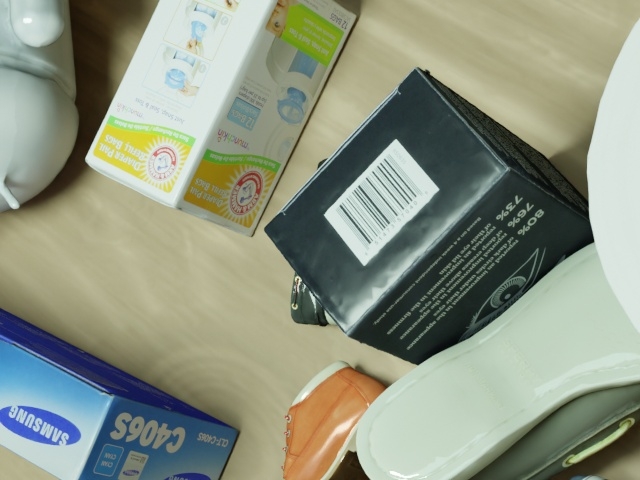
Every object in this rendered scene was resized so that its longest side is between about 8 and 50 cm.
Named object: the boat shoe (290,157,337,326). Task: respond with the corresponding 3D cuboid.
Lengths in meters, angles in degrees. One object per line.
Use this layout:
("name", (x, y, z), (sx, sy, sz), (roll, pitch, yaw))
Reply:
("boat shoe", (-0.001, 0.000, 1.320), (0.042, 0.049, 0.133), (0, 80, 24))

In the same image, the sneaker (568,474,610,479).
("sneaker", (0.094, 0.239, 1.166), (0.163, 0.086, 0.226), (24, 90, 32))

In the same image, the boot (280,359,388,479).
("boot", (-0.005, 0.163, 1.274), (0.084, 0.059, 0.158), (38, 89, 37))

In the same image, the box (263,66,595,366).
("box", (0.090, 0.000, 1.167), (0.153, 0.207, 0.108), (-46, 57, 11))

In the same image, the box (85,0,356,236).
("box", (-0.078, -0.120, 1.365), (0.103, 0.114, 0.203), (26, 91, 34))

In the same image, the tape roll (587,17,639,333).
("tape roll", (0.292, -0.049, 0.993), (0.286, 0.100, 0.286), (-22, 61, 45))

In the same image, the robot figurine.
("robot figurine", (-0.313, -0.168, 1.476), (0.300, 0.199, 0.353), (-31, 59, 44))

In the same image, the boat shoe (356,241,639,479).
("boat shoe", (0.169, 0.088, 1.153), (0.305, 0.091, 0.109), (-31, 55, 1))

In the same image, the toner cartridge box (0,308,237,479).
("toner cartridge box", (-0.249, 0.107, 1.375), (0.348, 0.165, 0.075), (22, 89, 35))
